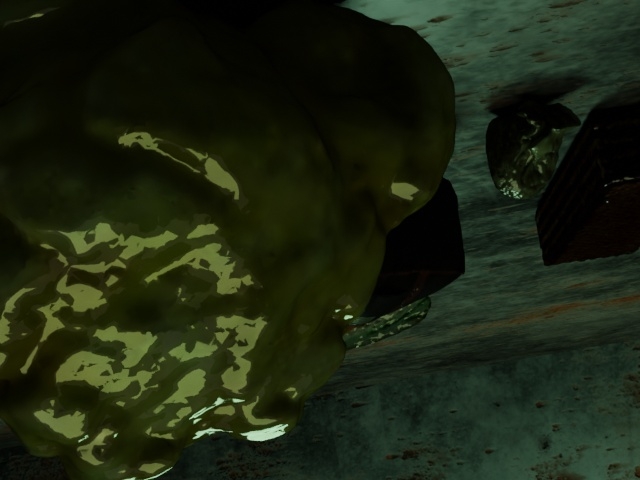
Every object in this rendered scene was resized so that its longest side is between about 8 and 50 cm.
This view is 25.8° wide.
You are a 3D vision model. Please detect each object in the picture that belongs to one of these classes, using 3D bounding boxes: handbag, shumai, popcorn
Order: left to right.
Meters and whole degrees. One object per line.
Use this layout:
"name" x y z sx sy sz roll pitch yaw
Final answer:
"popcorn" -0.090 -0.007 0.865 0.292 0.293 0.334 -23 173 39
"handbag" 0.000 0.000 1.233 0.169 0.155 0.215 -9 172 40
"shumai" 0.187 -0.082 1.183 0.080 0.082 0.083 -18 -172 37

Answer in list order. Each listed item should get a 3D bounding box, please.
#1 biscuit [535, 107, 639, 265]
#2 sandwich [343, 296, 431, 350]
"biscuit" 0.294 -0.049 1.394 0.107 0.073 0.388 -9 168 -1
"sandwich" 0.025 0.051 1.628 0.185 0.109 0.160 -22 138 -7
